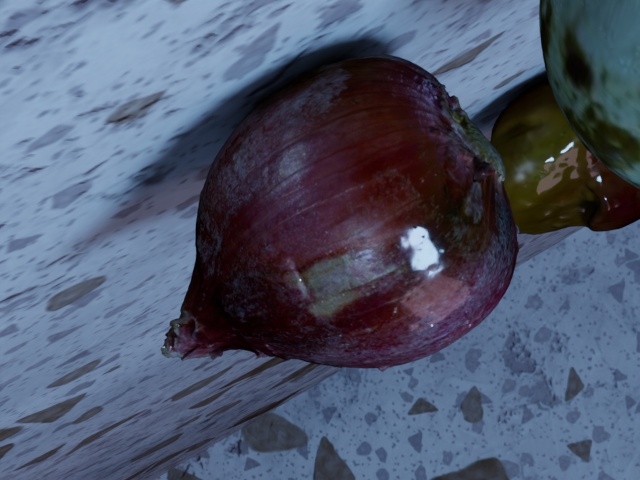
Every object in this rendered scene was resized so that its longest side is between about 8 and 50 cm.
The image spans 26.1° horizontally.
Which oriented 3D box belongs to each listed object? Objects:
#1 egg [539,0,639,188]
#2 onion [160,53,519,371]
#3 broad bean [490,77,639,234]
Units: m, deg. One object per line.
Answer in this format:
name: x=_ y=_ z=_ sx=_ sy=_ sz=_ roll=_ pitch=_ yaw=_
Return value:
egg: x=0.184 y=-0.116 z=0.556 sx=0.169 sy=0.169 sz=0.231 roll=-21 pitch=151 yaw=-41
onion: x=0.000 y=0.000 z=0.681 sx=0.195 sy=0.159 sz=0.159 roll=-31 pitch=171 yaw=12
broad bean: x=0.215 y=-0.076 z=1.005 sx=0.228 sy=0.122 sz=0.156 roll=-31 pitch=174 yaw=-10
